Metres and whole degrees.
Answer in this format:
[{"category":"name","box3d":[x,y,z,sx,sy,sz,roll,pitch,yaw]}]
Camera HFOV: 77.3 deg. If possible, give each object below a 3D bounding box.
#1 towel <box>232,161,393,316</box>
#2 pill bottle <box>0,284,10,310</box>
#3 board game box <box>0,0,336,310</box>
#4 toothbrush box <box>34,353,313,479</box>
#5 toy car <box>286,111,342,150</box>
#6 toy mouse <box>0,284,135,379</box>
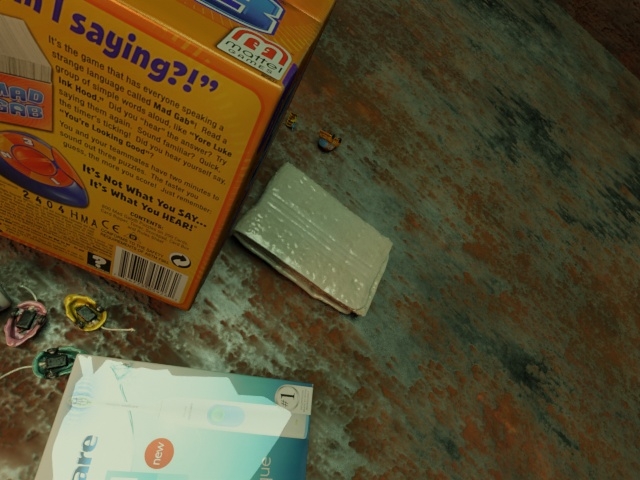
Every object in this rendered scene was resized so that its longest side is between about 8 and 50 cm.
[{"category":"towel","box3d":[0.000,0.000,0.739,0.282,0.049,0.187,37,56,-12]},{"category":"pill bottle","box3d":[-0.472,0.085,0.486,0.137,0.078,0.078,-35,84,-32]},{"category":"board game box","box3d":[-0.228,-0.201,0.514,0.356,0.356,0.356,26,43,-11]},{"category":"toothbrush box","box3d":[-0.173,0.277,0.502,0.295,0.126,0.216,14,62,-16]},{"category":"toy car","box3d":[-0.016,-0.231,0.868,0.122,0.060,0.040,29,102,10]},{"category":"toy mouse","box3d":[-0.365,0.134,0.537,0.161,0.031,0.143,37,55,-2]}]
